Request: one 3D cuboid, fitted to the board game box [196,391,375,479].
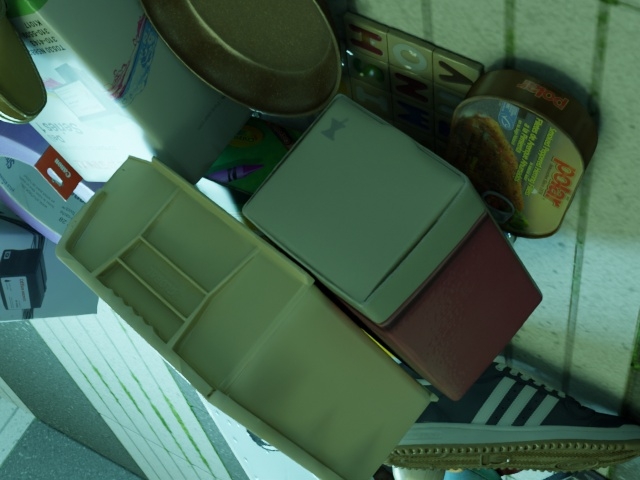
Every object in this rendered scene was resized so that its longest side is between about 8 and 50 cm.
[{"bbox_3d":[0.001,0.372,1.901,0.390,0.050,0.390,-6,117,58],"label":"board game box"}]

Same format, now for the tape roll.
[{"bbox_3d":[-0.293,-0.073,1.475,0.275,0.090,0.275,29,158,13],"label":"tape roll"}]

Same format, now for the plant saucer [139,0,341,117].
[{"bbox_3d":[-0.060,-0.183,0.978,0.198,0.036,0.198,27,149,17],"label":"plant saucer"}]

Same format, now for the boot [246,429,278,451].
[{"bbox_3d":[-0.041,0.152,1.553,0.338,0.118,0.223,-2,113,64],"label":"boot"}]

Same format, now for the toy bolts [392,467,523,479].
[{"bbox_3d":[0.134,0.255,1.482,0.218,0.158,0.228,5,145,49],"label":"toy bolts"}]

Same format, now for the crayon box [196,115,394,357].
[{"bbox_3d":[0.000,0.000,1.226,0.165,0.081,0.278,21,157,30],"label":"crayon box"}]

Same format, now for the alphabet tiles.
[{"bbox_3d":[0.080,-0.095,1.031,0.198,0.009,0.237,26,157,19],"label":"alphabet tiles"}]

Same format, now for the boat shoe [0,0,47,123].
[{"bbox_3d":[-0.275,-0.170,0.978,0.072,0.068,0.190,-5,135,40],"label":"boat shoe"}]

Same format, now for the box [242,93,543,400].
[{"bbox_3d":[0.066,0.013,1.011,0.148,0.127,0.232,37,175,35],"label":"box"}]

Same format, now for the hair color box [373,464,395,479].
[{"bbox_3d":[0.111,0.395,1.919,0.141,0.072,0.043,15,152,36],"label":"hair color box"}]

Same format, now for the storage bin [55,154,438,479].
[{"bbox_3d":[-0.065,0.074,1.080,0.260,0.123,0.262,36,174,40],"label":"storage bin"}]

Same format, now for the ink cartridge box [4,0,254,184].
[{"bbox_3d":[-0.217,-0.180,1.108,0.201,0.117,0.278,5,144,49],"label":"ink cartridge box"}]

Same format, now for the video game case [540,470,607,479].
[{"bbox_3d":[0.404,0.378,1.553,0.274,0.026,0.196,33,158,3],"label":"video game case"}]

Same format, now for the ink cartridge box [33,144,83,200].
[{"bbox_3d":[-0.248,-0.102,1.316,0.029,0.115,0.063,13,151,41],"label":"ink cartridge box"}]

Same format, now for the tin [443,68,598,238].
[{"bbox_3d":[0.151,-0.063,0.942,0.106,0.040,0.190,32,159,12],"label":"tin"}]

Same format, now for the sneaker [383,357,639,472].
[{"bbox_3d":[0.202,0.162,1.308,0.282,0.153,0.099,0,152,0],"label":"sneaker"}]

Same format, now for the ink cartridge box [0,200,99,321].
[{"bbox_3d":[-0.478,0.023,1.672,0.223,0.129,0.307,17,-170,34],"label":"ink cartridge box"}]
